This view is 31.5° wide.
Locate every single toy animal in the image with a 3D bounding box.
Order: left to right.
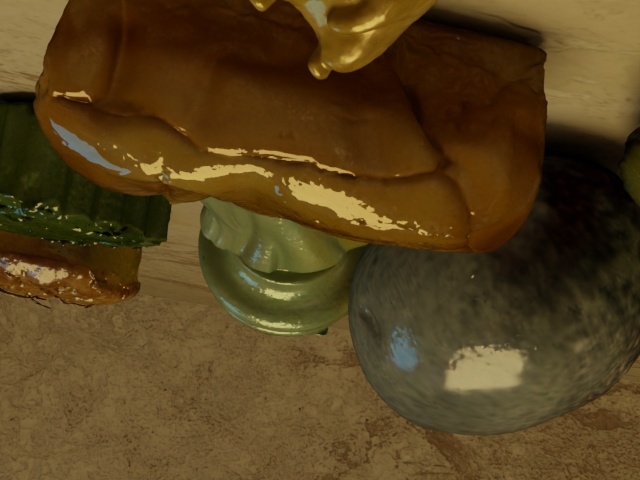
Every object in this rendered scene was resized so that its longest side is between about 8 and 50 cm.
[{"bbox_3d":[0.047,-0.132,0.484,0.159,0.083,0.070,-15,126,48],"label":"toy animal"}]

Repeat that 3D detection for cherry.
[{"bbox_3d":[0.149,0.043,0.923,0.254,0.218,0.296,-12,163,-7],"label":"cherry"}]

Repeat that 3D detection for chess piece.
[{"bbox_3d":[-0.026,-0.035,0.980,0.175,0.176,0.298,11,159,3],"label":"chess piece"}]

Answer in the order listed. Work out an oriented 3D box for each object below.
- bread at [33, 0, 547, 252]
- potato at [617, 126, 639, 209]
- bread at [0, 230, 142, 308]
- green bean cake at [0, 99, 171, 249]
[{"bbox_3d":[-0.017,-0.074,0.685,0.294,0.132,0.167,10,178,-5],"label":"bread"},{"bbox_3d":[0.276,-0.022,0.698,0.111,0.160,0.271,-34,165,7],"label":"potato"},{"bbox_3d":[-0.346,0.003,1.542,0.260,0.160,0.147,19,161,-25],"label":"bread"},{"bbox_3d":[-0.271,-0.061,1.135,0.214,0.113,0.200,2,167,41],"label":"green bean cake"}]
